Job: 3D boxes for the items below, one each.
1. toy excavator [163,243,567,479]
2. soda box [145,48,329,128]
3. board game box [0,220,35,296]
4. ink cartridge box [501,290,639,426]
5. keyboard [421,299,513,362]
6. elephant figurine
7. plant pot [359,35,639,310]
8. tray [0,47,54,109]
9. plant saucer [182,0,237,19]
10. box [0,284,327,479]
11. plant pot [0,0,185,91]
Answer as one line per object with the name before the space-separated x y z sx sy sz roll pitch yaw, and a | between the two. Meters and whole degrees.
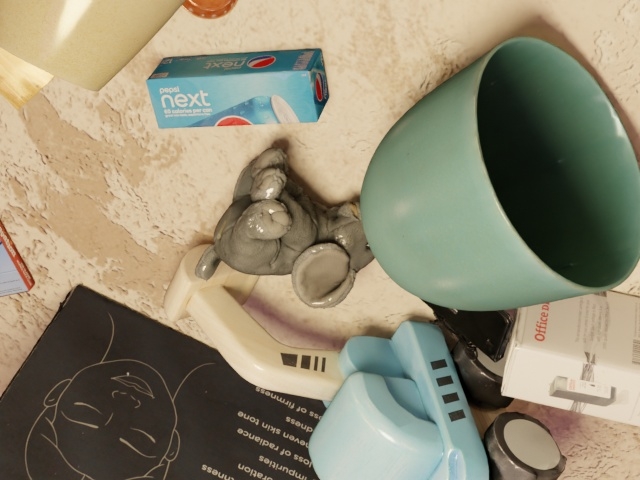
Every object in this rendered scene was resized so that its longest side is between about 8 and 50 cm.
toy excavator | 0.038 0.197 1.642 0.445 0.433 0.222 10 131 -26
soda box | -0.101 -0.185 1.541 0.210 0.067 0.071 -1 123 16
board game box | -0.570 0.034 1.841 0.281 0.027 0.145 -11 121 22
ink cartridge box | 0.346 0.139 1.579 0.217 0.158 0.092 14 126 7
keyboard | 0.176 0.078 1.617 0.192 0.038 0.100 42 134 34
elephant figurine | 0.000 0.000 1.597 0.239 0.169 0.186 26 157 -22
plant pot | 0.188 -0.051 1.431 0.235 0.293 0.293 -25 114 44
tray | -0.451 -0.347 1.441 0.076 0.203 0.411 -38 108 13
plant saucer | -0.136 -0.306 1.503 0.083 0.013 0.083 8 124 11
box | -0.251 0.388 1.718 0.479 0.472 0.297 26 126 -2
plant pot | -0.232 -0.306 1.316 0.256 0.256 0.274 27 95 -4
